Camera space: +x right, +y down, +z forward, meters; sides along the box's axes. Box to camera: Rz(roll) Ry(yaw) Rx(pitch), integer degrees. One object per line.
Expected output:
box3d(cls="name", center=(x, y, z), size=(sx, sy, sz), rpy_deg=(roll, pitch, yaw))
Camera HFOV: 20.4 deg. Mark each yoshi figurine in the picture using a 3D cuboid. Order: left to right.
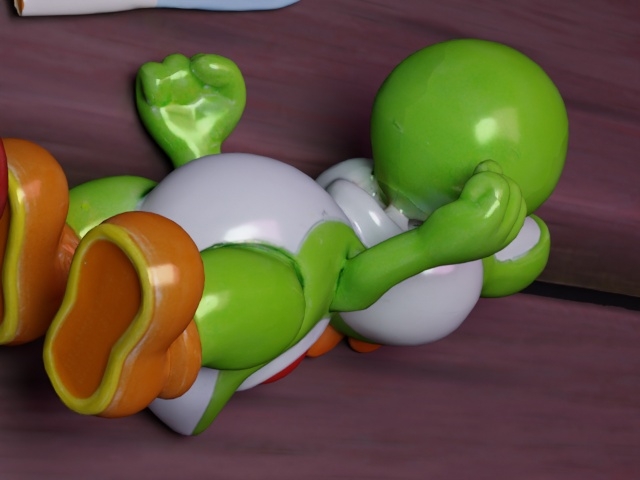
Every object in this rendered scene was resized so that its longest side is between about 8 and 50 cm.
box3d(cls="yoshi figurine", center=(0.001, -0.028, 0.934), size=(0.362, 0.203, 0.203), rpy_deg=(-9, 77, -45))

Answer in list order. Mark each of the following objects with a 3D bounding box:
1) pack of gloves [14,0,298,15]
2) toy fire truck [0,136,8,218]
box3d(cls="pack of gloves", center=(-0.085, -0.227, 1.004), size=(0.232, 0.046, 0.195), rpy_deg=(-9, 85, -45))
box3d(cls="toy fire truck", center=(-0.176, -0.087, 0.738), size=(0.158, 0.246, 0.217), rpy_deg=(-34, 115, -41))
